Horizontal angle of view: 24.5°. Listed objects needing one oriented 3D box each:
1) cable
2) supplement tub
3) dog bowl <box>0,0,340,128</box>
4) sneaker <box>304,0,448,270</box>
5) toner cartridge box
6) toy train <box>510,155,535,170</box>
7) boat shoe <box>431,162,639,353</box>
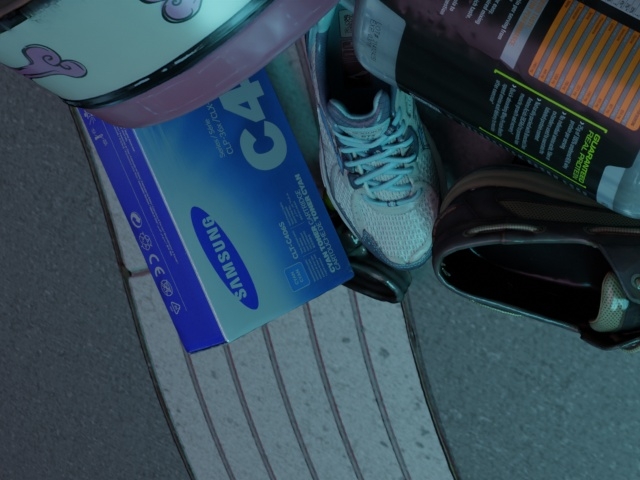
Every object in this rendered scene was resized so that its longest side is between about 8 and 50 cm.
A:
[{"bbox_3d":[0.000,0.000,1.464,0.287,0.072,0.139,-7,124,53],"label":"cable"},{"bbox_3d":[0.198,-0.143,1.096,0.316,0.193,0.194,32,134,15],"label":"supplement tub"},{"bbox_3d":[-0.090,-0.254,1.111,0.408,0.408,0.150,-17,128,43],"label":"dog bowl"},{"bbox_3d":[0.037,-0.096,1.260,0.110,0.122,0.283,-13,108,10],"label":"sneaker"},{"bbox_3d":[-0.112,-0.089,1.337,0.075,0.165,0.348,-20,96,52],"label":"toner cartridge box"},{"bbox_3d":[0.169,-0.039,1.303,0.027,0.036,0.158,32,134,15],"label":"toy train"},{"bbox_3d":[0.256,0.039,1.208,0.355,0.130,0.132,10,128,20],"label":"boat shoe"}]
